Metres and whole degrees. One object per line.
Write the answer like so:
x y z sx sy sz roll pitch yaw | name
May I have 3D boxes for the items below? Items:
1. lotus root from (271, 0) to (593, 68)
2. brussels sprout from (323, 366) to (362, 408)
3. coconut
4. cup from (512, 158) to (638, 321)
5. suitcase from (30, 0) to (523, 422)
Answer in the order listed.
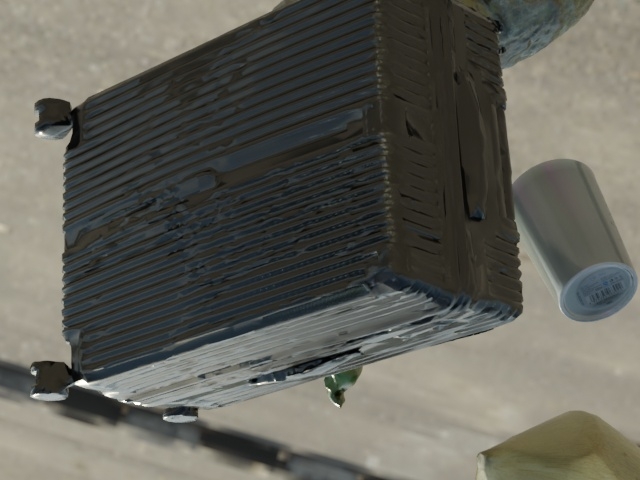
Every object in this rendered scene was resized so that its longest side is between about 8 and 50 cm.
0.121 -0.229 1.567 0.349 0.175 0.175 -20 172 -12 | lotus root
0.000 -0.002 1.628 0.294 0.259 0.227 33 175 -25 | brussels sprout
0.250 0.281 1.815 0.224 0.224 0.224 15 167 4 | coconut
0.195 0.008 1.324 0.074 0.116 0.104 -30 135 9 | cup
-0.036 -0.021 1.184 0.335 0.230 0.152 -20 156 40 | suitcase
